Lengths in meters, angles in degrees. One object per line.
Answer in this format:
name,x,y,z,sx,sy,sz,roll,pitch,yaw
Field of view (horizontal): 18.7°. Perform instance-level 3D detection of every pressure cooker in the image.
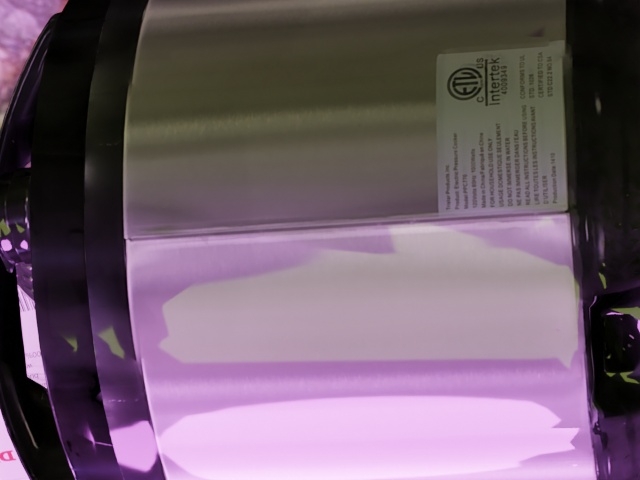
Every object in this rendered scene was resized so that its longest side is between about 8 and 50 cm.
pressure cooker,-0.001,-0.003,1.163,0.420,0.370,0.376,-4,123,10

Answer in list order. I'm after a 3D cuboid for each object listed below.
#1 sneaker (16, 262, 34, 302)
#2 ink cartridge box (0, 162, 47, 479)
sneaker,-0.087,0.014,1.422,0.292,0.118,0.110,9,149,-5
ink cartridge box,-0.255,0.067,1.525,0.172,0.100,0.237,-10,115,15
